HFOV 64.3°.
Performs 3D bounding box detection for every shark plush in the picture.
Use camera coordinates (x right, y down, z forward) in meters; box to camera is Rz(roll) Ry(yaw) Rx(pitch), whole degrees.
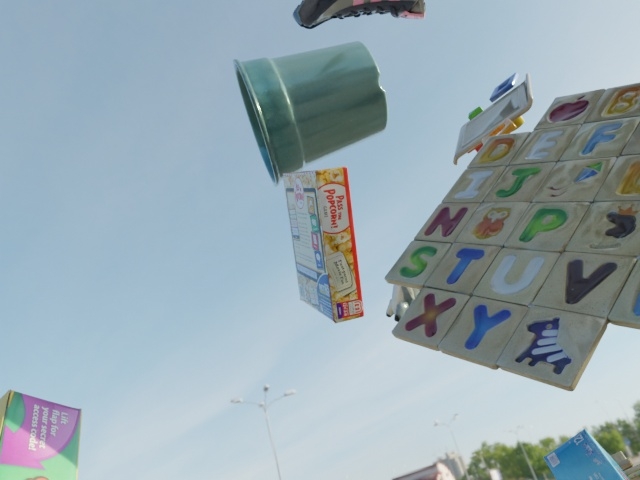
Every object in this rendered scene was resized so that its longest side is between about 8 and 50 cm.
[{"bbox_3d":[0.159,0.080,0.880,0.067,0.161,0.073,10,-14,-5],"label":"shark plush"}]

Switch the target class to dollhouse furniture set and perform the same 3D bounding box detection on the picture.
[{"bbox_3d":[0.606,0.437,0.925,0.182,0.101,0.161,-37,-48,15],"label":"dollhouse furniture set"}]

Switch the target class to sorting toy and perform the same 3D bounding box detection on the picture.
[{"bbox_3d":[0.364,-0.243,1.058,0.047,0.348,0.196,43,-54,-10],"label":"sorting toy"}]

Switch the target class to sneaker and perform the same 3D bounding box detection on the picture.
[{"bbox_3d":[0.108,-0.411,0.848,0.319,0.112,0.131,-21,-71,23],"label":"sneaker"}]

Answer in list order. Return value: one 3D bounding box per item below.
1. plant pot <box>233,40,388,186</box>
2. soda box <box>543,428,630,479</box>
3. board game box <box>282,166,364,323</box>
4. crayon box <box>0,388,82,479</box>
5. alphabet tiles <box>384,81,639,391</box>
[{"bbox_3d":[-0.020,-0.359,1.360,0.334,0.341,0.341,-20,-29,-7],"label":"plant pot"},{"bbox_3d":[0.331,0.309,0.560,0.067,0.071,0.210,-42,9,12],"label":"soda box"},{"bbox_3d":[0.000,0.000,0.698,0.045,0.193,0.147,-10,10,-19],"label":"board game box"},{"bbox_3d":[-0.384,0.396,0.510,0.313,0.363,0.106,-42,-49,15],"label":"crayon box"},{"bbox_3d":[0.213,-0.033,0.450,0.011,0.342,0.285,50,-22,-25],"label":"alphabet tiles"}]
